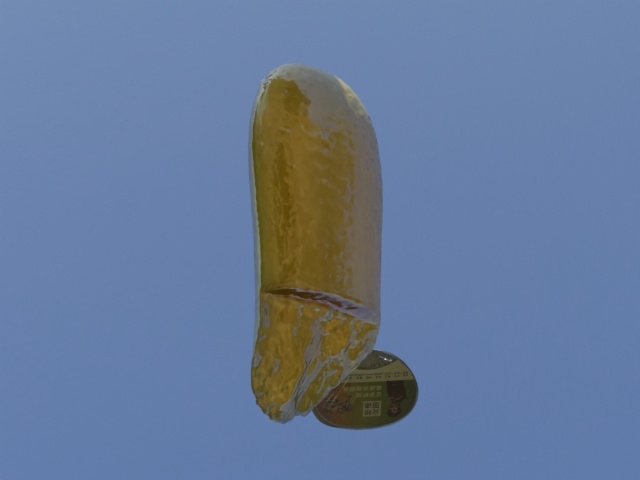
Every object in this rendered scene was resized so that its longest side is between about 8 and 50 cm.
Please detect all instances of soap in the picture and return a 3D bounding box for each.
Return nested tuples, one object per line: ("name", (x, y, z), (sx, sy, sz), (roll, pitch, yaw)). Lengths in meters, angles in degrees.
("soap", (0.000, 0.000, 0.690), (0.033, 0.089, 0.168), (-15, -108, 42))

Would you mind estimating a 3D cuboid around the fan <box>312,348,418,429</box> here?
("fan", (0.032, 0.077, 0.841), (0.060, 0.003, 0.080), (24, -69, -19))
